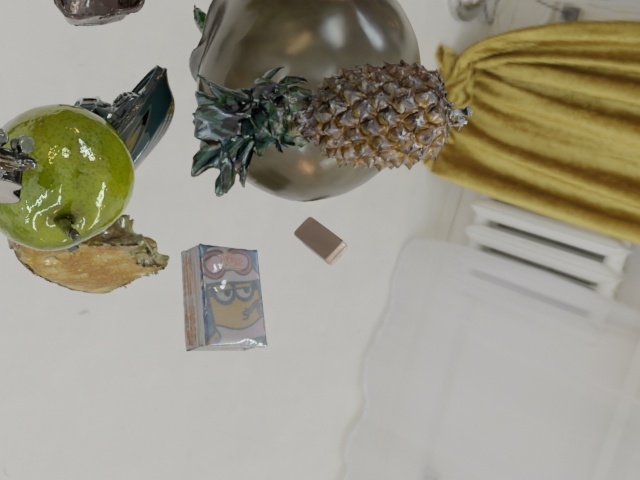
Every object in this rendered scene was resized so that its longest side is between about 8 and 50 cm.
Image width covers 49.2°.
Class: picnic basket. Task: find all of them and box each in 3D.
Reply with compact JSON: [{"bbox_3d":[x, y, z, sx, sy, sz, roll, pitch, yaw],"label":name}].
[{"bbox_3d":[-0.541,-0.642,1.634,0.222,0.129,0.297,-15,90,-23],"label":"picnic basket"}]

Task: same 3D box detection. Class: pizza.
[{"bbox_3d":[-0.395,0.016,1.231,0.323,0.223,0.089,67,11,-70],"label":"pizza"}]

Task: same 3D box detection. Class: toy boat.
[{"bbox_3d":[-0.309,-0.126,0.973,0.122,0.114,0.296,37,91,-27],"label":"toy boat"}]

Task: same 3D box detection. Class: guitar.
[{"bbox_3d":[-0.267,-0.062,0.562,0.084,0.271,0.038,7,84,-31],"label":"guitar"}]

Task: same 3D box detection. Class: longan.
[{"bbox_3d":[-0.021,-0.230,0.985,0.361,0.361,0.361,-22,122,-41],"label":"longan"}]

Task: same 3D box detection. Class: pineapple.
[{"bbox_3d":[0.007,-0.088,0.545,0.083,0.221,0.103,76,10,-84],"label":"pineapple"}]

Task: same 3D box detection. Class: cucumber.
[{"bbox_3d":[-0.232,-0.437,1.443,0.037,0.155,0.037,-21,146,-15],"label":"cucumber"}]

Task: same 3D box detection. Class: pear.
[{"bbox_3d":[-0.304,-0.056,0.811,0.180,0.216,0.166,-24,140,-1],"label":"pear"}]

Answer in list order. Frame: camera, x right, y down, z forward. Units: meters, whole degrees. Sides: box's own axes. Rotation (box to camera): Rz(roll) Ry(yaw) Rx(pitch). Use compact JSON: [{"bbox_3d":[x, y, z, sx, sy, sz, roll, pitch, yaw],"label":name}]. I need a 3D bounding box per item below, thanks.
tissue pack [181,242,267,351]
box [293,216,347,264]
[{"bbox_3d":[-0.146,0.089,1.054,0.115,0.065,0.155,9,68,-45],"label":"tissue pack"},{"bbox_3d":[0.000,0.000,1.199,0.048,0.115,0.025,-46,131,-6],"label":"box"}]
